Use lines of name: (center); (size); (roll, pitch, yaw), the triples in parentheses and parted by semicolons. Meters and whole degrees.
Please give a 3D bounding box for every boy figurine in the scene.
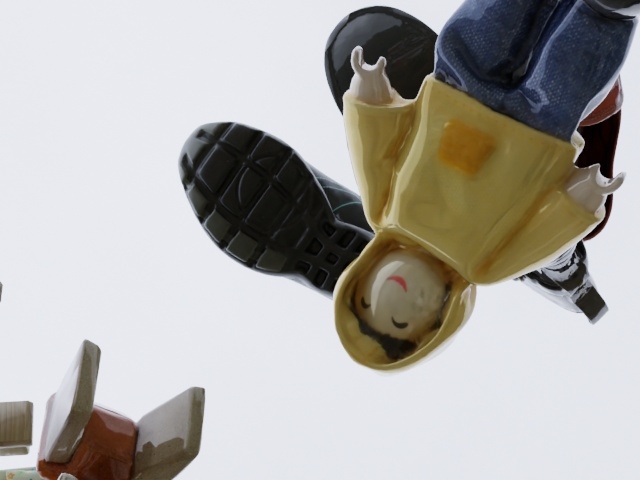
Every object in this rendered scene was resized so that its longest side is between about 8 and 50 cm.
boy figurine: (0.082, -0.048, 1.060); (0.177, 0.092, 0.285); (33, -70, 10)

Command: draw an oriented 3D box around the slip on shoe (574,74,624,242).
slip on shoe: (0.205, -0.139, 1.490); (0.123, 0.101, 0.331); (-26, -49, -31)

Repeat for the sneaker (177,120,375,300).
sneaker: (0.000, 0.000, 1.460); (0.267, 0.106, 0.101); (36, -85, 6)

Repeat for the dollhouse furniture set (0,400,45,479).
dollhouse furniture set: (-0.176, 0.140, 1.155); (0.182, 0.161, 0.101); (-5, -40, -4)

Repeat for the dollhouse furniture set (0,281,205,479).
dollhouse furniture set: (-0.200, 0.129, 0.733); (0.262, 0.259, 0.135); (25, -50, -22)

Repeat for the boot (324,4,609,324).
boot: (0.112, -0.045, 1.359); (0.091, 0.229, 0.263); (-41, -105, 1)
